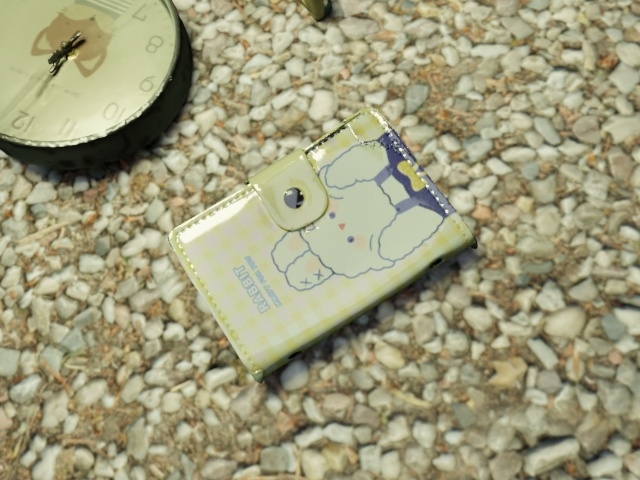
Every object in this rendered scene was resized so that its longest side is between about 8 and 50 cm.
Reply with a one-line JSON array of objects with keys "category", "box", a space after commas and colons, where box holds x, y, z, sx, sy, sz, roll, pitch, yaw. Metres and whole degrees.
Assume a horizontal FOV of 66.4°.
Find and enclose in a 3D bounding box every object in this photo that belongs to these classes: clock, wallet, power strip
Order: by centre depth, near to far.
[{"category": "wallet", "box": [0.000, 0.000, 0.598, 0.309, 0.077, 0.223, -33, 79, -3]}, {"category": "clock", "box": [-0.344, -0.259, 0.676, 0.324, 0.067, 0.326, 1, 75, -3]}, {"category": "power strip", "box": [-0.029, -0.373, 0.691, 0.032, 0.056, 0.123, -36, 77, -1]}]
